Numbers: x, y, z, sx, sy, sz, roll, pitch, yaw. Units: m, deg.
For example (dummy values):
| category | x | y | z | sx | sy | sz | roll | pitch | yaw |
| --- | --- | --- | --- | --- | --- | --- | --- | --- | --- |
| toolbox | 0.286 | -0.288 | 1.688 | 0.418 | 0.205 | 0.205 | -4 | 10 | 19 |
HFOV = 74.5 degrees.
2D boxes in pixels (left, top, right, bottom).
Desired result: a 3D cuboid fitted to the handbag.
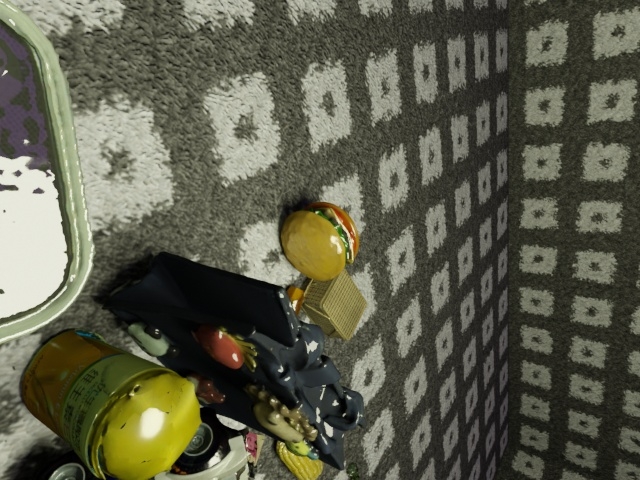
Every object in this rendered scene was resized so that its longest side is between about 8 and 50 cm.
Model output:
| category | x | y | z | sx | sy | sz | roll | pitch | yaw |
| --- | --- | --- | --- | --- | --- | --- | --- | --- | --- |
| handbag | -0.112 | 0.171 | 0.591 | 0.122 | 0.329 | 0.303 | -52 | 133 | -32 |

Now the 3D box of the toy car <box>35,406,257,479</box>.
| category | x | y | z | sx | sy | sz | roll | pitch | yaw |
| --- | --- | --- | --- | --- | --- | --- | --- | --- | --- |
| toy car | -0.235 | 0.343 | 0.559 | 0.301 | 0.118 | 0.193 | -13 | 137 | -20 |

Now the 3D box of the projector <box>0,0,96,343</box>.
| category | x | y | z | sx | sy | sz | roll | pitch | yaw |
| --- | --- | --- | --- | --- | --- | --- | --- | --- | --- |
| projector | -0.356 | -0.049 | 0.310 | 0.248 | 0.249 | 0.248 | -17 | 110 | -49 |

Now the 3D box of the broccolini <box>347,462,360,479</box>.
| category | x | y | z | sx | sy | sz | roll | pitch | yaw |
| --- | --- | --- | --- | --- | --- | --- | --- | --- | --- |
| broccolini | 0.104 | 0.681 | 1.206 | 0.035 | 0.030 | 0.140 | -92 | 168 | -54 |

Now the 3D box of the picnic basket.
| category | x | y | z | sx | sy | sz | roll | pitch | yaw |
| --- | --- | --- | --- | --- | --- | --- | --- | --- | --- |
| picnic basket | 0.028 | 0.141 | 0.963 | 0.115 | 0.079 | 0.164 | -58 | 136 | -27 |

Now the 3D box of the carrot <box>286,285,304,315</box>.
| category | x | y | z | sx | sy | sz | roll | pitch | yaw |
| --- | --- | --- | --- | --- | --- | --- | --- | --- | --- |
| carrot | -0.075 | 0.180 | 0.877 | 0.042 | 0.042 | 0.171 | 25 | 80 | -50 |

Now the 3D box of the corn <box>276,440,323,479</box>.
| category | x | y | z | sx | sy | sz | roll | pitch | yaw |
| --- | --- | --- | --- | --- | --- | --- | --- | --- | --- |
| corn | -0.043 | 0.482 | 0.948 | 0.085 | 0.063 | 0.165 | -56 | 137 | -43 |

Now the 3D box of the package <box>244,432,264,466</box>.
| category | x | y | z | sx | sy | sz | roll | pitch | yaw |
| --- | --- | --- | --- | --- | --- | --- | --- | --- | --- |
| package | -0.142 | 0.430 | 0.843 | 0.059 | 0.029 | 0.083 | 36 | 57 | -40 |

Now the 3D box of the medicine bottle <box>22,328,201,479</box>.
| category | x | y | z | sx | sy | sz | roll | pitch | yaw |
| --- | --- | --- | --- | --- | --- | --- | --- | --- | --- |
| medicine bottle | -0.249 | 0.189 | 0.497 | 0.124 | 0.238 | 0.124 | -6 | 98 | -51 |

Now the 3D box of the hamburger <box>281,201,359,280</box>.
| category | x | y | z | sx | sy | sz | roll | pitch | yaw |
| --- | --- | --- | --- | --- | --- | --- | --- | --- | --- |
| hamburger | 0.000 | 0.000 | 0.845 | 0.115 | 0.162 | 0.162 | -40 | 125 | -42 |
